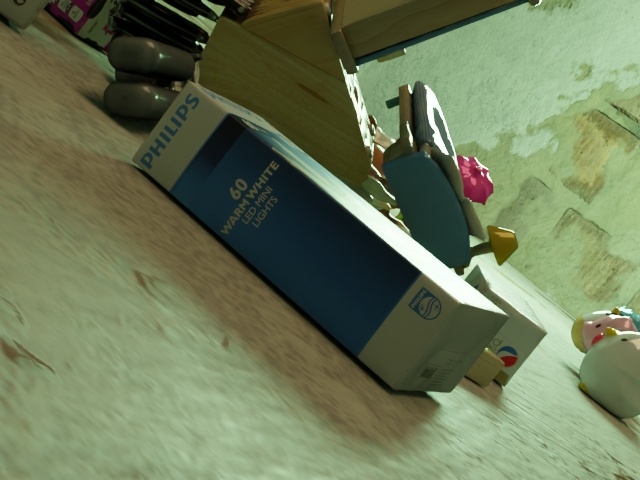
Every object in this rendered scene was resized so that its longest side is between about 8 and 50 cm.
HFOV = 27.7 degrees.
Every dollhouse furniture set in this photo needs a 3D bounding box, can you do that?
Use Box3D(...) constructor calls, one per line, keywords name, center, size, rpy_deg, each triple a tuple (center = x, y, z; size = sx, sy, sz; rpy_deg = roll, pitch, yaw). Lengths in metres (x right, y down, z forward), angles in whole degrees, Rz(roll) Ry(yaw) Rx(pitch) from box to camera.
Box3D(name="dollhouse furniture set", center=(0.161, -0.162, 1.382), size=(0.286, 0.198, 0.303), rpy_deg=(-84, 153, -60))

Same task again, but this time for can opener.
Box3D(name="can opener", center=(-0.156, -0.141, 1.184), size=(0.093, 0.074, 0.280), rpy_deg=(4, 5, 1))

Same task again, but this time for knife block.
Box3D(name="knife block", center=(-0.089, -0.173, 1.367), size=(0.088, 0.242, 0.275), rpy_deg=(-78, 153, -64))

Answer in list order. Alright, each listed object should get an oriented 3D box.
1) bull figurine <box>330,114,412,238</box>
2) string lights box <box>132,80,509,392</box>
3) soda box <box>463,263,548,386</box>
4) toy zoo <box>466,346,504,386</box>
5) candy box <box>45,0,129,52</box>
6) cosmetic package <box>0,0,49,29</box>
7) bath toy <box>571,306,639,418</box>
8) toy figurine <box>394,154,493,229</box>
Box3D(name="bull figurine", center=(0.060, -0.068, 1.562), size=(0.188, 0.101, 0.310), rpy_deg=(42, 18, 14))
Box3D(name="string lights box", center=(0.000, 0.000, 0.937), size=(0.260, 0.076, 0.133), rpy_deg=(40, 8, 21))
Box3D(name="soda box", center=(0.173, 0.082, 1.331), size=(0.074, 0.069, 0.216), rpy_deg=(38, 6, 0))
Box3D(name="toy zoo", center=(0.031, 0.014, 1.205), size=(0.192, 0.030, 0.293), rpy_deg=(33, 8, -35))
Box3D(name="candy box", center=(-0.269, -0.334, 1.440), size=(0.233, 0.159, 0.071), rpy_deg=(41, 6, 31))
Box3D(name="cosmetic package", center=(-0.368, -0.359, 1.111), size=(0.365, 0.155, 0.197), rpy_deg=(36, 8, -26))
Box3D(name="bath toy", center=(0.433, 0.164, 1.886), size=(0.151, 0.129, 0.348), rpy_deg=(39, 7, 9))
Box3D(name="toy figurine", center=(0.174, -0.050, 1.838), size=(0.130, 0.159, 0.173), rpy_deg=(36, 6, -16))
